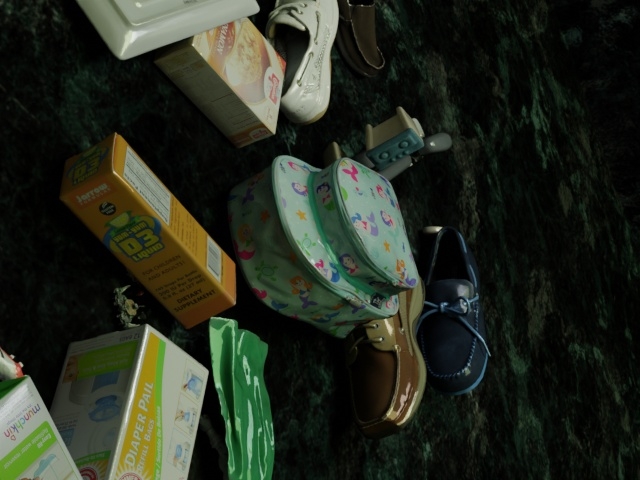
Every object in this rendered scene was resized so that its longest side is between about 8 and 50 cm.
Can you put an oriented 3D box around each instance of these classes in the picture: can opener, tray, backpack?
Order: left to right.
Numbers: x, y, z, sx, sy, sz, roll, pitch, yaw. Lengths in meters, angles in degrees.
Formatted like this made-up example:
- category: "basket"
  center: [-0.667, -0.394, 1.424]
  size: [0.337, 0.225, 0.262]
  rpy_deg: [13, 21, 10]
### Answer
- category: "tray"
  center: [-0.190, -0.319, 1.299]
  size: [0.270, 0.030, 0.145]
  rpy_deg: [-34, 89, -47]
- category: "backpack"
  center: [0.000, 0.000, 1.413]
  size: [0.253, 0.191, 0.225]
  rpy_deg: [20, 48, -46]
- category: "can opener"
  center: [0.141, -0.157, 1.834]
  size: [0.280, 0.093, 0.074]
  rpy_deg: [-34, 106, -55]

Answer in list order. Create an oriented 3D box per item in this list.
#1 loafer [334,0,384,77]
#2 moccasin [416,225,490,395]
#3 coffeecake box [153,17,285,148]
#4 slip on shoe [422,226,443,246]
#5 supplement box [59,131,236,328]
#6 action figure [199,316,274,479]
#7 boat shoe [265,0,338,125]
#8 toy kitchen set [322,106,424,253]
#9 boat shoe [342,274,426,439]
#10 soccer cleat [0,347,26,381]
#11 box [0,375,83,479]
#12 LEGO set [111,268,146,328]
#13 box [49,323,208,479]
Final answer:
- category: "loafer"
  center: [0.059, -0.381, 1.805]
  size: [0.220, 0.078, 0.080]
  rpy_deg: [60, 32, -23]
- category: "moccasin"
  center: [0.205, 0.110, 1.779]
  size: [0.342, 0.137, 0.117]
  rpy_deg: [-89, 163, -52]
- category: "coffeecake box"
  center: [-0.130, -0.240, 1.416]
  size: [0.185, 0.068, 0.142]
  rpy_deg: [46, 38, -41]
- category: "slip on shoe"
  center: [0.228, 0.008, 1.941]
  size: [0.135, 0.051, 0.041]
  rpy_deg: [33, 60, -58]
- category: "supplement box"
  center: [-0.188, -0.007, 1.176]
  size: [0.233, 0.078, 0.080]
  rpy_deg: [52, 20, -33]
- category: "action figure"
  center: [-0.098, 0.219, 1.249]
  size: [0.137, 0.063, 0.232]
  rpy_deg: [31, 46, -53]
- category: "boat shoe"
  center: [-0.036, -0.316, 1.588]
  size: [0.096, 0.098, 0.277]
  rpy_deg: [29, 53, -53]
- category: "toy kitchen set"
  center: [0.120, -0.077, 1.645]
  size: [0.207, 0.166, 0.122]
  rpy_deg: [43, 27, -44]
- category: "boat shoe"
  center: [0.077, 0.140, 1.554]
  size: [0.120, 0.122, 0.324]
  rpy_deg: [46, 31, -32]
- category: "soccer cleat"
  center: [-0.306, 0.111, 0.981]
  size: [0.035, 0.029, 0.083]
  rpy_deg: [-44, 111, -48]
- category: "box"
  center: [-0.292, 0.274, 0.821]
  size: [0.231, 0.126, 0.262]
  rpy_deg: [67, 30, -14]
- category: "LEGO set"
  center: [-0.215, 0.068, 1.170]
  size: [0.083, 0.023, 0.054]
  rpy_deg: [-77, 144, -62]
- category: "box"
  center: [-0.199, 0.202, 1.032]
  size: [0.103, 0.114, 0.203]
  rpy_deg: [45, 41, -40]
